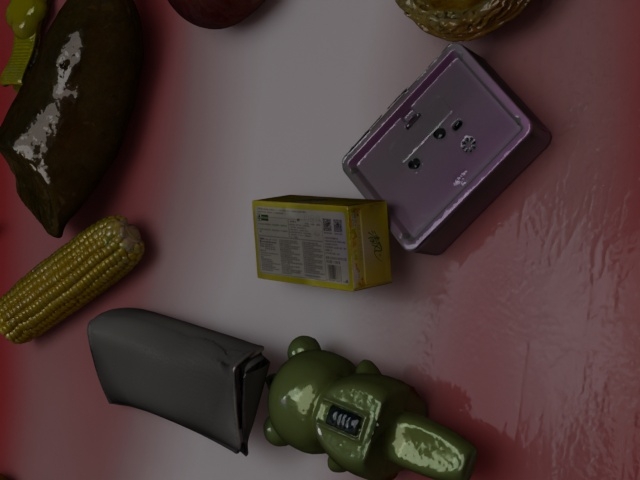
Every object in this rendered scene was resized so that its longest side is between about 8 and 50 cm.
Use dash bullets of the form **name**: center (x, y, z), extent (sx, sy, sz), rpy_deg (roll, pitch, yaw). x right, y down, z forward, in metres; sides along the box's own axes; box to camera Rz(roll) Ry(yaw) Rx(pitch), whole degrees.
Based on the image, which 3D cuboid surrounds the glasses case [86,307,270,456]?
- **glasses case**: center (-0.164, 0.162, 1.606), extent (0.308, 0.083, 0.128), rpy_deg (12, 106, 47)

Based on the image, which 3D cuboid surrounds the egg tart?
- **egg tart**: center (0.169, -0.319, 1.468), extent (0.212, 0.090, 0.213), rpy_deg (-6, 78, 30)

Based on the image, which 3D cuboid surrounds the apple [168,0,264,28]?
- **apple**: center (-0.126, -0.338, 1.645), extent (0.153, 0.120, 0.153), rpy_deg (-2, 87, 36)

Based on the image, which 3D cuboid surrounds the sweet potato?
- **sweet potato**: center (-0.313, -0.192, 1.735), extent (0.158, 0.158, 0.370), rpy_deg (26, 90, 33)

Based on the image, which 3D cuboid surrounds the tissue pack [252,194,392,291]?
- **tissue pack**: center (0.000, 0.000, 1.510), extent (0.176, 0.062, 0.095), rpy_deg (5, 102, 51)

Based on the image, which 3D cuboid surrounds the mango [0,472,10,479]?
- **mango**: center (-0.449, 0.367, 1.784), extent (0.080, 0.060, 0.114), rpy_deg (-9, 82, 34)

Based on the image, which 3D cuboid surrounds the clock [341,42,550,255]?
- **clock**: center (0.137, -0.100, 1.473), extent (0.197, 0.063, 0.150), rpy_deg (-47, 61, 18)

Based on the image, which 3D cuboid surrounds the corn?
- **corn**: center (-0.330, 0.051, 1.742), extent (0.248, 0.081, 0.081), rpy_deg (-34, 66, 25)

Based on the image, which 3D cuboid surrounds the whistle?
- **whistle**: center (0.048, 0.198, 1.461), extent (0.288, 0.106, 0.131), rpy_deg (18, 90, 34)

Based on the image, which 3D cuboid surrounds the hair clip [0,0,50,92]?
- **hair clip**: center (-0.415, -0.296, 1.868), extent (0.072, 0.046, 0.173), rpy_deg (4, 83, 29)
